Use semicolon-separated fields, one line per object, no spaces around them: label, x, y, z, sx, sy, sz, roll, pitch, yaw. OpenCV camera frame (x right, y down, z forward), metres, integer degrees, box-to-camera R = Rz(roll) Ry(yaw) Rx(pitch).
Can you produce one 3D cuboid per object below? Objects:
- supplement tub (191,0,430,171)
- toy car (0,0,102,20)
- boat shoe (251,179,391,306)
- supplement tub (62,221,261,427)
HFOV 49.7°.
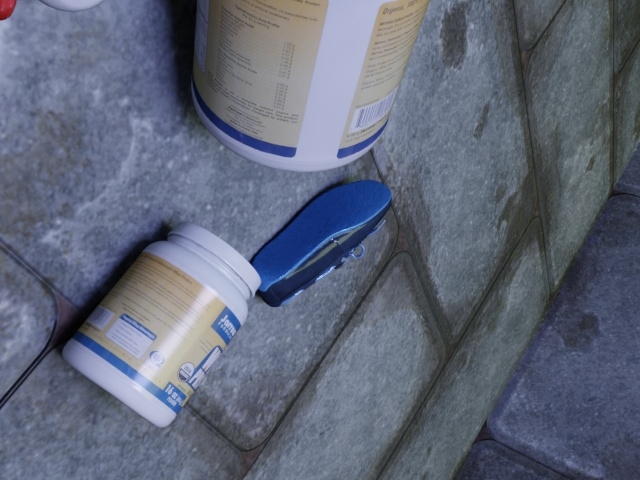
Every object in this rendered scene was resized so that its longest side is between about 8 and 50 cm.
supplement tub;-0.008;-0.247;0.682;0.228;0.228;0.316;-41;161;-35
toy car;-0.257;-0.237;0.524;0.136;0.159;0.182;-39;154;23
boat shoe;0.000;0.000;1.042;0.258;0.109;0.089;-32;141;-19
supplement tub;-0.174;0.092;0.788;0.199;0.144;0.144;-54;143;-20
